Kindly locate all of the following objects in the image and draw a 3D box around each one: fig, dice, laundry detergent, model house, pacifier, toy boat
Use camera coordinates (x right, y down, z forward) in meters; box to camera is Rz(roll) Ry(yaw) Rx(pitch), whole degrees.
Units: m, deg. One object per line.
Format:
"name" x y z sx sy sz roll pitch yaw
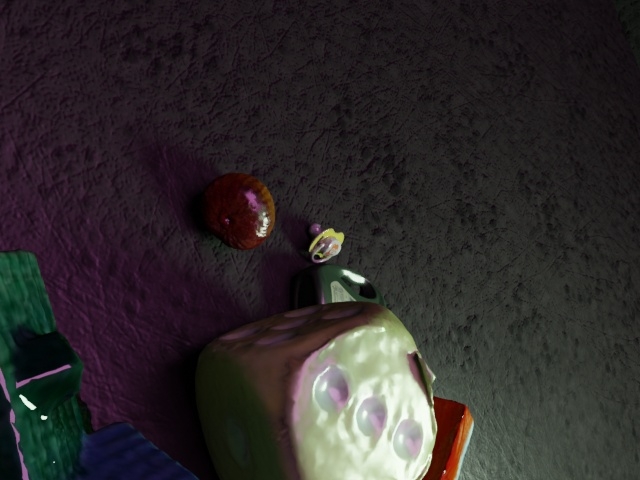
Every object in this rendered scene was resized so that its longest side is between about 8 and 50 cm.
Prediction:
"fig" -0.133 -0.054 1.181 0.119 0.153 0.119 -7 113 -17
"dice" -0.009 0.231 1.047 0.250 0.254 0.252 -17 96 -32
"laundry detergent" 0.056 0.118 1.299 0.222 0.078 0.144 12 67 -40
"model house" -0.303 0.214 0.733 0.335 0.343 0.382 -19 89 -44
"pacifier" 0.000 0.000 1.314 0.064 0.068 0.083 50 16 28
"toy boat" 0.144 0.412 1.251 0.332 0.145 0.133 -53 141 -40
